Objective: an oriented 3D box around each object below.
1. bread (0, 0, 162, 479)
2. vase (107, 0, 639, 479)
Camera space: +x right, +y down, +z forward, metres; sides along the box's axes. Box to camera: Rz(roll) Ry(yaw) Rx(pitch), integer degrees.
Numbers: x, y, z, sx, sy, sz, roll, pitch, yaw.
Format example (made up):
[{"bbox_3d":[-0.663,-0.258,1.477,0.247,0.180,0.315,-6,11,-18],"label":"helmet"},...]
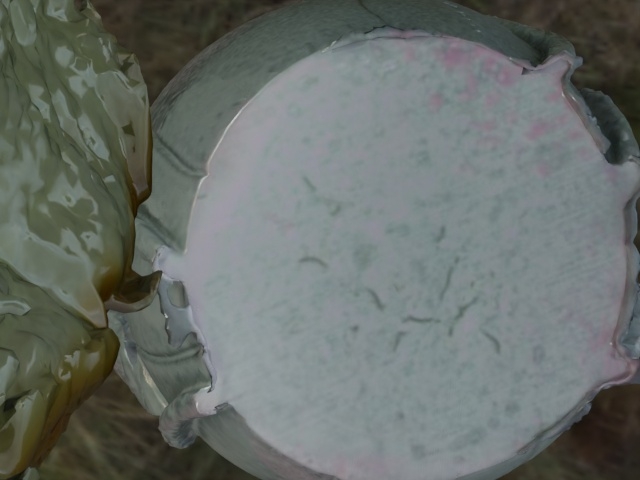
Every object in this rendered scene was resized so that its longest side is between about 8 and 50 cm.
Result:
[{"bbox_3d":[-0.160,-0.011,0.304,0.250,0.279,0.225,-14,124,5],"label":"bread"},{"bbox_3d":[0.000,0.000,0.900,0.250,0.445,0.250,0,92,-9],"label":"vase"}]
